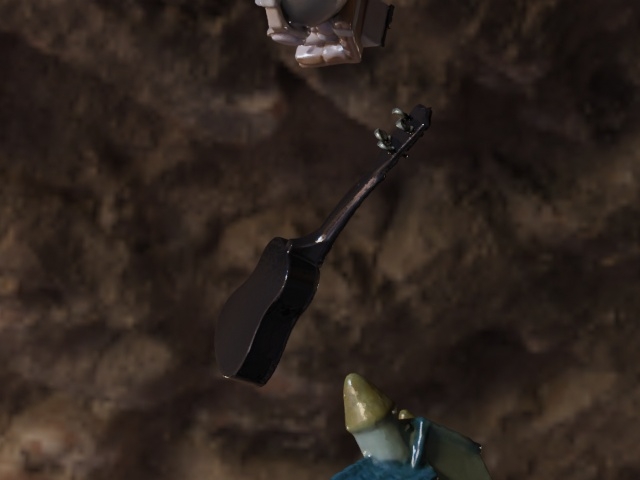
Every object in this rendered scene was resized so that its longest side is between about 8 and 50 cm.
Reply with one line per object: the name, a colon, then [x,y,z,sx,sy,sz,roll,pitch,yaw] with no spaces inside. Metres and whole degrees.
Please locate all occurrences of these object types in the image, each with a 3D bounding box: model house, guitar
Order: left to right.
guitar: [-0.001,-0.001,1.326,0.038,0.084,0.271,21,-62,-28]
model house: [0.081,0.304,2.060,0.267,0.325,0.194,-29,9,-33]

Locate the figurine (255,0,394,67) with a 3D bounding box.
figurine: [-0.017,-0.290,1.963,0.141,0.162,0.237,7,-15,24]
